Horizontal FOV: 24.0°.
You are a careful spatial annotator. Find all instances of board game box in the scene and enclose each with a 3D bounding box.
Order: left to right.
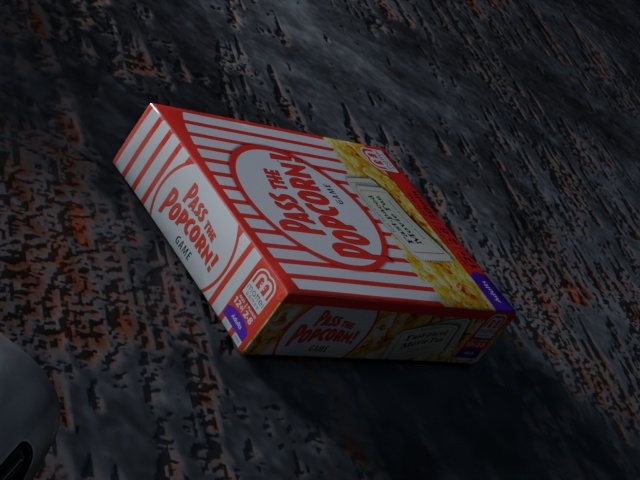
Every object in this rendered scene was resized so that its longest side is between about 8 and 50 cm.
[{"bbox_3d":[0.000,0.000,0.825,0.193,0.045,0.147,6,38,-48],"label":"board game box"}]

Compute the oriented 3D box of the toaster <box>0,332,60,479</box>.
[{"bbox_3d":[-0.179,0.064,0.395,0.186,0.110,0.168,37,23,0],"label":"toaster"}]
